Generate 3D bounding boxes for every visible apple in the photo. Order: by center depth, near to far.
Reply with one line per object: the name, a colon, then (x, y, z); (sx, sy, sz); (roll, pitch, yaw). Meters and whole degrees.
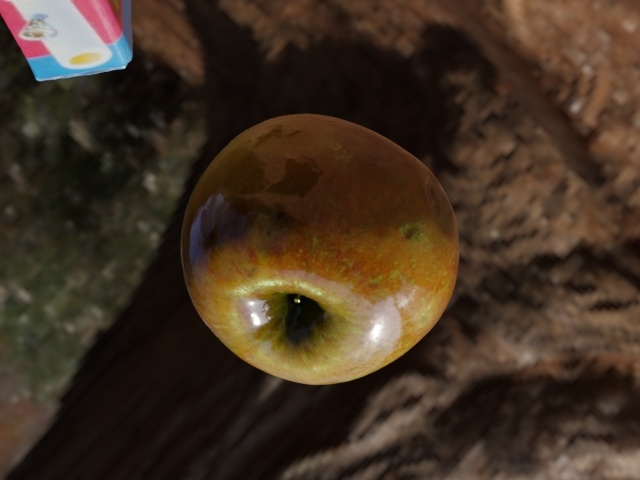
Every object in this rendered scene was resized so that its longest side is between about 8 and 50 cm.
apple: (0.000, 0.000, 1.621); (0.237, 0.207, 0.237); (12, 130, 14)

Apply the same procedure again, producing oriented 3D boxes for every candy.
candy: (-0.246, -0.285, 1.643); (0.306, 0.100, 0.157); (67, -165, -61)
